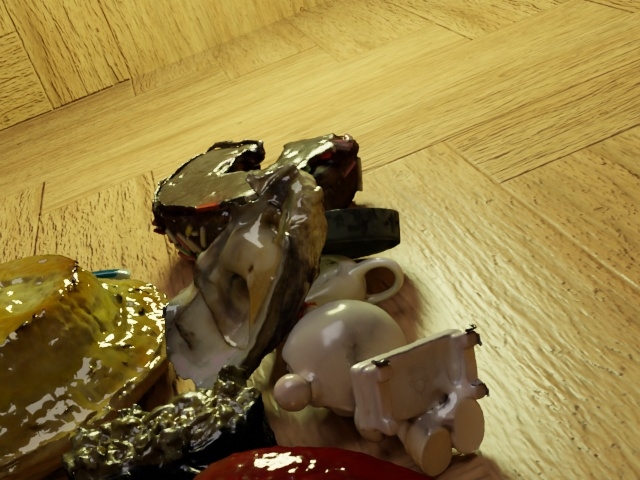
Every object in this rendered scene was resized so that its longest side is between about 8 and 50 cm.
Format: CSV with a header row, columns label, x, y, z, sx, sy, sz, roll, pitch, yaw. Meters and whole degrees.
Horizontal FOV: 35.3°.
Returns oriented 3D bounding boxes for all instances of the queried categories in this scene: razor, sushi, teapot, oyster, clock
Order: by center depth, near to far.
label,x,y,z,sx,sy,sz,roll,pitch,yaw
sushi,-0.149,0.221,0.999,0.212,0.115,0.147,-19,23,3
oyster,-0.090,0.075,1.151,0.271,0.275,0.100,-23,-26,35
teapot,-0.004,0.070,1.238,0.226,0.092,0.145,-13,27,14
clock,0.000,0.000,1.314,0.214,0.042,0.215,-8,-8,-1
razor,-0.398,0.075,1.618,0.191,0.037,0.068,-18,22,6

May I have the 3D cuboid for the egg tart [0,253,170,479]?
label,x,y,z,sx,sy,sz,roll,pitch,yaw
egg tart,-0.399,0.149,1.283,0.443,0.178,0.443,-16,25,8

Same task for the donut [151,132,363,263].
label,x,y,z,sx,sy,sz,roll,pitch,yaw
donut,-0.110,-0.060,1.558,0.345,0.136,0.259,-5,30,34

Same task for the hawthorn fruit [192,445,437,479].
label,x,y,z,sx,sy,sz,roll,pitch,yaw
hawthorn fruit,0.026,0.267,0.608,0.307,0.265,0.265,15,36,19

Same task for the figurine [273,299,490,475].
label,x,y,z,sx,sy,sz,roll,pitch,yaw
figurine,0.041,0.129,1.013,0.182,0.145,0.256,-36,24,-24
